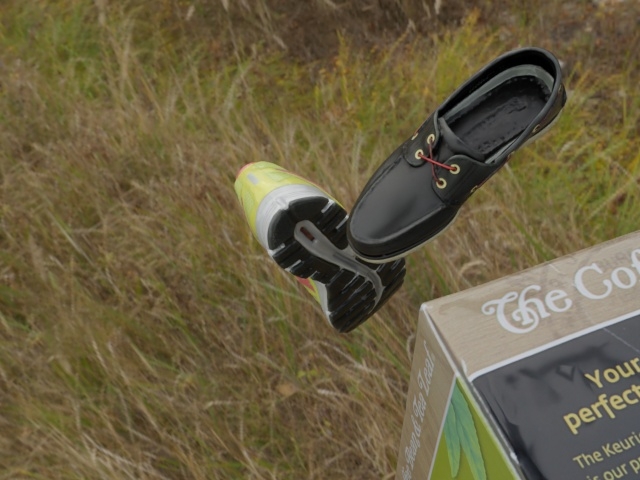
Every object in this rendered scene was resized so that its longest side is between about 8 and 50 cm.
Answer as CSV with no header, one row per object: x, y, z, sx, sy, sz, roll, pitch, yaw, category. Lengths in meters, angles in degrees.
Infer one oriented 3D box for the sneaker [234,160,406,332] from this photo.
0.000,0.000,0.657,0.081,0.208,0.094,-43,52,-4,sneaker

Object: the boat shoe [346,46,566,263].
0.062,-0.042,0.394,0.133,0.042,0.049,-41,69,2,boat shoe

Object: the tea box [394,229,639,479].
0.247,0.154,0.351,0.329,0.220,0.323,-17,53,-12,tea box
